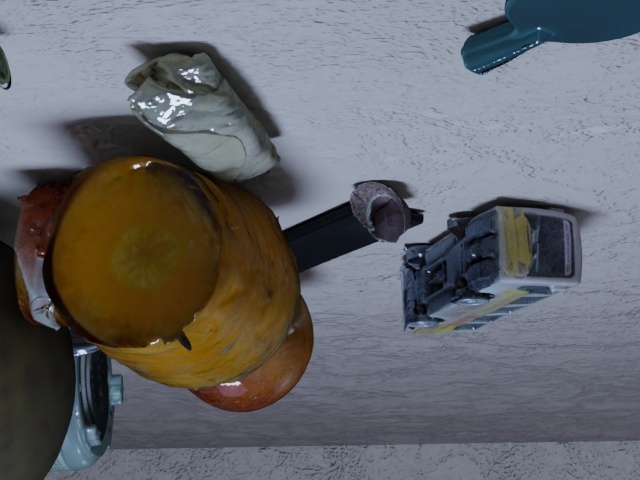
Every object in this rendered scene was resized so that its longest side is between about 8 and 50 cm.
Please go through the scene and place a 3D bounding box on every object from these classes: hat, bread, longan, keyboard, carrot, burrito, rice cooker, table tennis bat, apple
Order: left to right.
[{"bbox_3d":[-0.445,0.160,2.073,0.336,0.405,0.404,16,166,2],"label":"longan"},{"bbox_3d":[-0.430,0.196,2.494,0.316,0.264,0.317,0,141,0],"label":"rice cooker"},{"bbox_3d":[-0.273,0.014,1.966,0.073,0.160,0.160,3,167,11],"label":"bread"},{"bbox_3d":[-0.144,0.037,1.869,0.224,0.224,0.340,-2,172,14],"label":"carrot"},{"bbox_3d":[-0.098,-0.103,1.664,0.082,0.059,0.275,-15,163,9],"label":"burrito"},{"bbox_3d":[-0.102,0.113,2.296,0.162,0.201,0.201,-43,149,15],"label":"apple"},{"bbox_3d":[0.000,0.000,2.148,0.101,0.018,0.309,7,165,-27],"label":"keyboard"},{"bbox_3d":[0.069,-0.038,1.963,0.058,0.042,0.087,-8,129,25],"label":"hat"},{"bbox_3d":[0.180,-0.170,1.422,0.124,0.033,0.201,13,160,-33],"label":"table tennis bat"}]

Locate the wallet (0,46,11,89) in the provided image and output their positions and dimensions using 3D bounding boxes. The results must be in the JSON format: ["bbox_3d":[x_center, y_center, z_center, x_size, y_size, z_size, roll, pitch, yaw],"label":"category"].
[{"bbox_3d":[-0.434,-0.125,1.471,0.309,0.077,0.223,-21,152,13],"label":"wallet"}]

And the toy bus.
[{"bbox_3d":[0.184,0.042,2.133,0.138,0.097,0.342,4,167,-17],"label":"toy bus"}]

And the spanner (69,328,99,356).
[{"bbox_3d":[-0.438,0.141,2.333,0.325,0.026,0.093,-4,-166,5],"label":"spanner"}]
